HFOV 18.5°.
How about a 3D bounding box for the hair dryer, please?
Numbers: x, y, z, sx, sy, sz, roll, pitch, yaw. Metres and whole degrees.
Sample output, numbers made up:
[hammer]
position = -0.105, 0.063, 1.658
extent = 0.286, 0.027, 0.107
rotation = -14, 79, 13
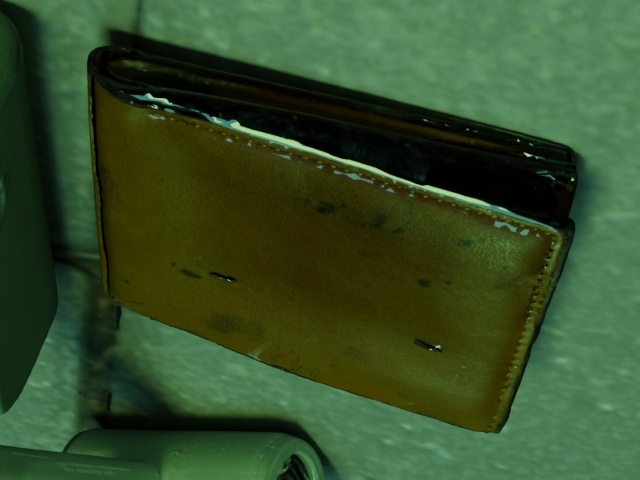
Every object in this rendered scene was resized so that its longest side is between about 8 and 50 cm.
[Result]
[hair dryer]
position = -0.107, 0.114, 0.937
extent = 0.131, 0.073, 0.236
rotation = -4, 165, 30

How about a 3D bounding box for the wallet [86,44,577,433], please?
[wallet]
position = 0.001, -0.002, 0.801
extent = 0.195, 0.042, 0.161
rotation = 17, 144, 7

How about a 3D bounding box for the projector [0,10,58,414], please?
[projector]
position = -0.244, -0.024, 0.823
extent = 0.250, 0.108, 0.198
rotation = 15, 149, 5
